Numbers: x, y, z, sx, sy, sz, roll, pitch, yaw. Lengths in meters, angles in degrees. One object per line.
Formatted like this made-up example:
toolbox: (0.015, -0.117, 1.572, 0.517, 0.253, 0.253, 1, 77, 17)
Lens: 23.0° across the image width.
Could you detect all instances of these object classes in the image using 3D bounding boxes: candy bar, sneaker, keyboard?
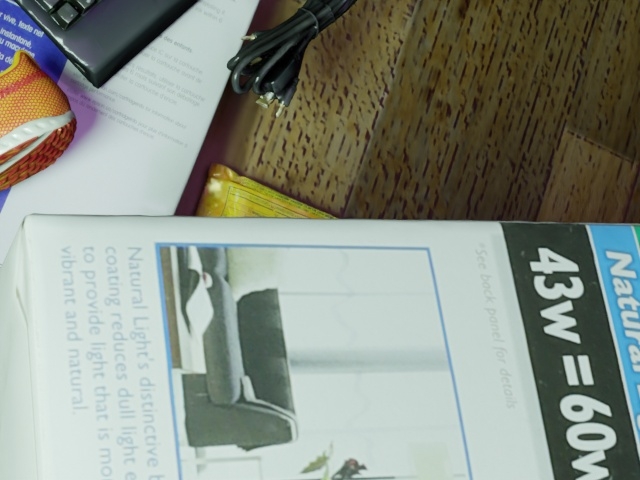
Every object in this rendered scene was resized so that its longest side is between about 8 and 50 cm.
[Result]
candy bar: (0.000, 0.000, 0.966, 0.161, 0.018, 0.040, 22, 78, -17)
sneaker: (-0.213, -0.041, 0.810, 0.175, 0.064, 0.067, -29, 74, -27)
keyboard: (-0.032, -0.204, 0.910, 0.201, 0.033, 0.317, 48, 70, -10)

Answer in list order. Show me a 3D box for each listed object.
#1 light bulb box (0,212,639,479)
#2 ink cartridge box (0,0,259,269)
light bulb box: (0.011, 0.154, 0.748, 0.361, 0.358, 0.225, 1, 68, -21)
ink cartridge box: (-0.146, -0.085, 0.898, 0.165, 0.065, 0.332, 26, 75, -16)
